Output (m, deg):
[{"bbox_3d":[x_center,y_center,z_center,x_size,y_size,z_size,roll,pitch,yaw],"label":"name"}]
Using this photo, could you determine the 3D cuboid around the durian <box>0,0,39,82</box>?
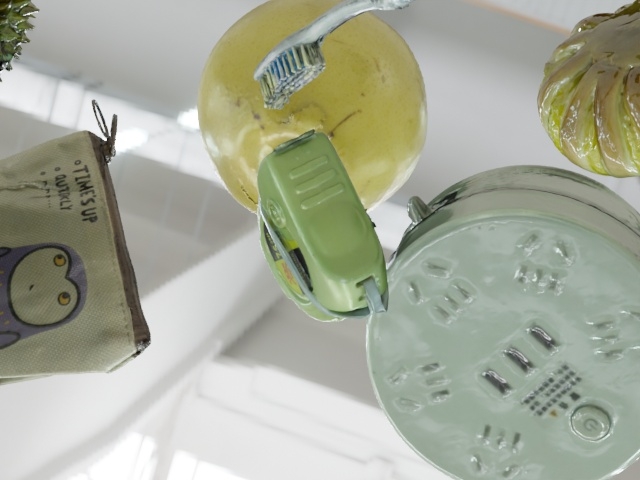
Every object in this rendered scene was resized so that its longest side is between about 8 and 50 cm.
[{"bbox_3d":[-0.404,-0.264,1.506,0.224,0.291,0.291,25,-161,33],"label":"durian"}]

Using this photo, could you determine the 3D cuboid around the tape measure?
[{"bbox_3d":[0.000,0.000,1.421,0.087,0.177,0.154,-23,175,-22],"label":"tape measure"}]

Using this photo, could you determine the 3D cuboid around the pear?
[{"bbox_3d":[-0.013,-0.186,2.188,0.348,0.348,0.348,16,-163,-5],"label":"pear"}]

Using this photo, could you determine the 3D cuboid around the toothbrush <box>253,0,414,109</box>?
[{"bbox_3d":[0.084,-0.201,1.068,0.035,0.413,0.042,-5,-110,-44],"label":"toothbrush"}]

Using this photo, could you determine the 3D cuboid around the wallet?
[{"bbox_3d":[-0.322,0.017,1.621,0.275,0.068,0.335,-17,-125,2],"label":"wallet"}]

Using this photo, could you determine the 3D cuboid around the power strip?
[{"bbox_3d":[0.214,0.091,1.630,0.357,0.357,0.161,19,-157,6],"label":"power strip"}]

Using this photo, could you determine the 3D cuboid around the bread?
[{"bbox_3d":[0.286,-0.141,1.282,0.213,0.105,0.213,-17,-140,14],"label":"bread"}]
